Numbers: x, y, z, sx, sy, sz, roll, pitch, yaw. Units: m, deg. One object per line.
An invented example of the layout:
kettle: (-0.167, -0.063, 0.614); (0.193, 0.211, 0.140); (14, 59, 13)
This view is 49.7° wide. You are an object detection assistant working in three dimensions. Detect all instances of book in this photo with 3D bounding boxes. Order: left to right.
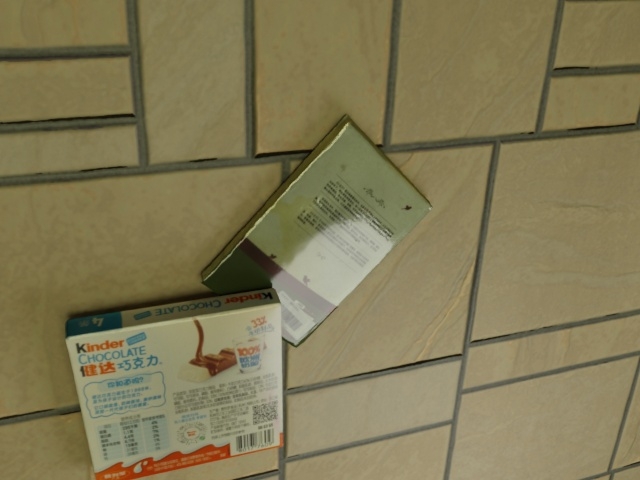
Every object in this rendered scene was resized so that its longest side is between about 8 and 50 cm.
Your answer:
book: (0.000, 0.000, 0.941); (0.289, 0.026, 0.201); (-46, 122, 4)

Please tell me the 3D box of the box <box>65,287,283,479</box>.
box: (-0.185, 0.201, 0.940); (0.273, 0.048, 0.265); (-7, 122, -15)
